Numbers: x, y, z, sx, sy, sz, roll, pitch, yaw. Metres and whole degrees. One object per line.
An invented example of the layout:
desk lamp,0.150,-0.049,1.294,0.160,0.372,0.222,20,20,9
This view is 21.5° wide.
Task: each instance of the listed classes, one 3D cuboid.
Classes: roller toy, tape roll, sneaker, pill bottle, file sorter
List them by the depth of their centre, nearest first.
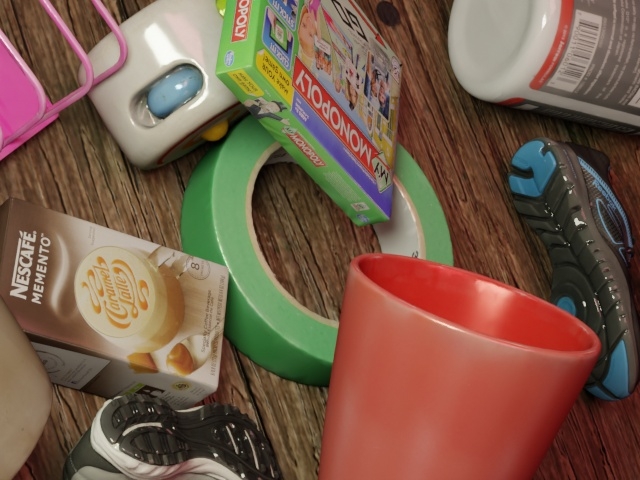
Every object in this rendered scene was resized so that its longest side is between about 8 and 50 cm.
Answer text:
file sorter,-0.355,-0.164,1.618,0.202,0.182,0.291,55,43,-10
sneaker,-0.142,0.222,1.685,0.271,0.108,0.100,19,39,-45
roller toy,-0.147,-0.168,1.795,0.191,0.209,0.146,-33,88,-30
tape roll,0.000,0.000,1.892,0.321,0.077,0.321,14,62,-29
sneaker,0.349,0.029,2.090,0.139,0.125,0.341,0,71,-40
pill bottle,0.363,-0.250,2.176,0.362,0.210,0.210,10,63,-32

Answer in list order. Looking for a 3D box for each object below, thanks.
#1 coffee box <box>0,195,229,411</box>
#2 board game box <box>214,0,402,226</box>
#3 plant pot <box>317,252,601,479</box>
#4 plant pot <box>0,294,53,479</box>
coffee box,-0.225,0.070,1.686,0.246,0.098,0.141,18,59,-27
board game box,-0.004,-0.183,1.798,0.317,0.046,0.214,45,42,-50
plant pot,0.123,0.171,1.728,0.275,0.275,0.243,9,104,-31
plant pot,-0.389,0.100,1.451,0.280,0.323,0.323,47,49,-28
